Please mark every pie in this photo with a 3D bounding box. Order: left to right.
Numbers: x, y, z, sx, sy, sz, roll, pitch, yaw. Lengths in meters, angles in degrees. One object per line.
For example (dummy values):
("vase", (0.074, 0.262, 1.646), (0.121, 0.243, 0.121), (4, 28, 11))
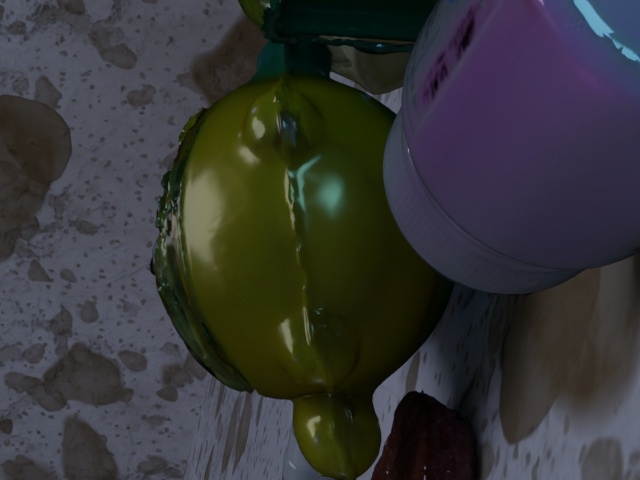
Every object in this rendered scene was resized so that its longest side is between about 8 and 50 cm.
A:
("pie", (0.061, 0.194, 1.028), (0.182, 0.049, 0.182), (-169, 90, -82))

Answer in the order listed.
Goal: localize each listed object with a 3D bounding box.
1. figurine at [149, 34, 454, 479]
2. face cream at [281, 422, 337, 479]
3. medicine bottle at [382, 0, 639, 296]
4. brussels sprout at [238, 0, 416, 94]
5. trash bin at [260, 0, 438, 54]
("figurine", (0.000, 0.000, 1.066), (0.340, 0.231, 0.323), (-15, -84, -86))
("face cream", (-0.017, 0.275, 1.471), (0.092, 0.058, 0.244), (-101, 18, -57))
("medicine bottle", (0.117, -0.071, 0.655), (0.254, 0.152, 0.152), (125, 156, -69))
("brussels sprout", (0.028, -0.266, 1.416), (0.210, 0.219, 0.271), (-60, 37, 38))
("trash bin", (0.079, -0.333, 1.013), (0.259, 0.295, 0.381), (123, 148, -68))
